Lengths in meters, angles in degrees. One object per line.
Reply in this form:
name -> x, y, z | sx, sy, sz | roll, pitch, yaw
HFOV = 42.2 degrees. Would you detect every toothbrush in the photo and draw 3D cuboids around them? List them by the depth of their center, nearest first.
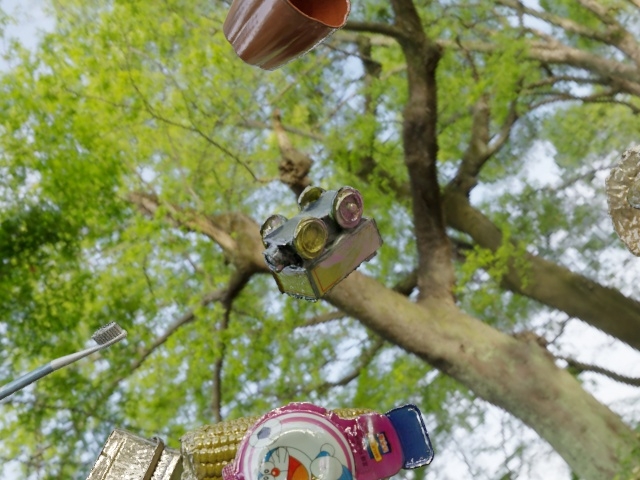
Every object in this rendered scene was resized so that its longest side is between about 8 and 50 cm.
toothbrush -> -0.360, 0.168, 1.072 | 0.276, 0.019, 0.025 | -27, -65, 20

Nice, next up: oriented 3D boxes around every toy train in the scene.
toy train -> 0.000, 0.000, 1.636 | 0.261, 0.134, 0.177 | -38, -63, -32

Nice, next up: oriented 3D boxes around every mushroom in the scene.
mushroom -> 0.539, -0.090, 1.333 | 0.302, 0.233, 0.208 | 38, -114, -42

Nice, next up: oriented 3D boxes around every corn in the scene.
corn -> -0.045, 0.327, 1.272 | 0.345, 0.131, 0.131 | 0, -47, -22

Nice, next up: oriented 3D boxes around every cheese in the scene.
cheese -> 0.009, 0.255, 0.961 | 0.244, 0.155, 0.062 | -14, -22, -7

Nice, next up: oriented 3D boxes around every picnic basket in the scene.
picnic basket -> -0.333, 0.480, 1.547 | 0.266, 0.139, 0.165 | 90, -161, -54

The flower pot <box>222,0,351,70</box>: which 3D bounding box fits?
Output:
flower pot -> -0.072, -0.397, 1.438 | 0.191, 0.190, 0.173 | -1, -25, -46
